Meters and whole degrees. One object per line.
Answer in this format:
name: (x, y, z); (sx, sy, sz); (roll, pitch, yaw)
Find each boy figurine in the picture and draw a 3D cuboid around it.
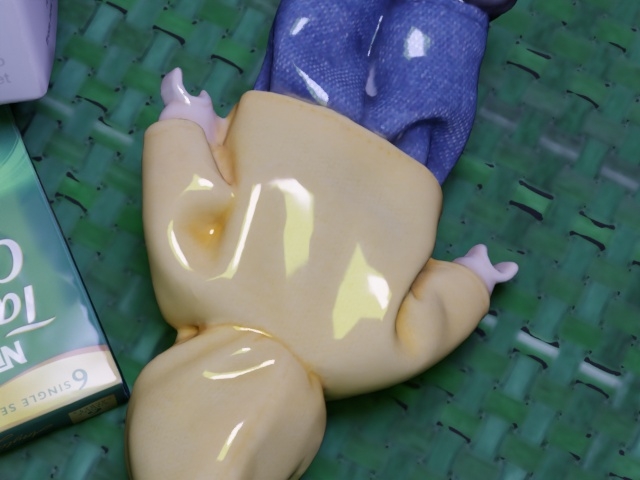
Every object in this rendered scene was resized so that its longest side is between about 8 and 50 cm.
boy figurine: (0.000, 0.000, 0.807); (0.177, 0.092, 0.285); (23, 76, -15)

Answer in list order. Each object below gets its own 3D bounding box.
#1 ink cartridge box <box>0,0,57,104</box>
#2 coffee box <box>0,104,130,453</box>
ink cartridge box: (-0.242, -0.192, 0.729); (0.226, 0.306, 0.131); (-7, 47, 3)
coffee box: (-0.169, 0.007, 0.825); (0.113, 0.040, 0.184); (-21, 75, -8)
